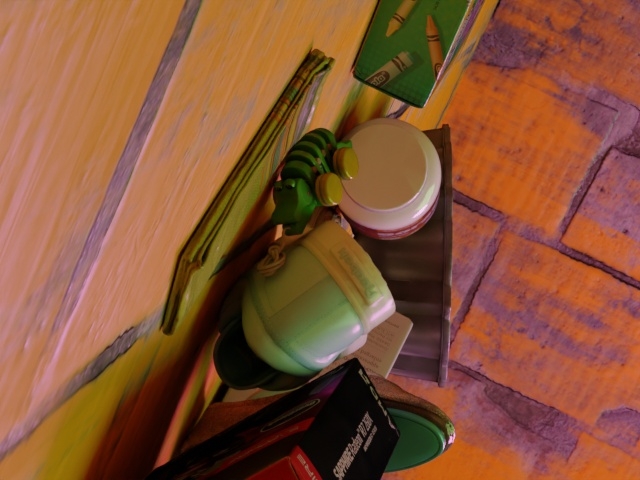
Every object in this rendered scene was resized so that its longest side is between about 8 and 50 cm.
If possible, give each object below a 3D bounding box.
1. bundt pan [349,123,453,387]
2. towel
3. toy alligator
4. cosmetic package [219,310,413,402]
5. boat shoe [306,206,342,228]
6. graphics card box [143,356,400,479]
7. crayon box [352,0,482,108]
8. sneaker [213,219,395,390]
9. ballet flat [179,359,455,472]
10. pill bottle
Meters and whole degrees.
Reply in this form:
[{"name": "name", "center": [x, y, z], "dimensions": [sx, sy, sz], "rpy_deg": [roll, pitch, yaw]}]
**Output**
[{"name": "bundt pan", "center": [0.097, 0.019, 2.031], "dimensions": [0.331, 0.124, 0.331], "rpy_deg": [0, 90, -89]}, {"name": "towel", "center": [-0.052, -0.037, 1.231], "dimensions": [0.237, 0.021, 0.102], "rpy_deg": [-60, 173, -38]}, {"name": "toy alligator", "center": [-0.018, -0.046, 1.399], "dimensions": [0.051, 0.056, 0.189], "rpy_deg": [63, 37, -27]}, {"name": "cosmetic package", "center": [-0.058, 0.246, 1.824], "dimensions": [0.385, 0.156, 0.217], "rpy_deg": [-63, 177, -25]}, {"name": "boat shoe", "center": [0.001, -0.002, 1.794], "dimensions": [0.056, 0.048, 0.153], "rpy_deg": [-65, 175, 15]}, {"name": "graphics card box", "center": [-0.069, 0.219, 1.339], "dimensions": [0.233, 0.094, 0.371], "rpy_deg": [-31, -179, 12]}, {"name": "crayon box", "center": [0.131, -0.282, 1.548], "dimensions": [0.165, 0.081, 0.278], "rpy_deg": [-57, 171, -54]}, {"name": "sneaker", "center": [-0.042, 0.072, 1.503], "dimensions": [0.150, 0.135, 0.366], "rpy_deg": [-32, 173, -11]}, {"name": "ballet flat", "center": [-0.003, 0.172, 1.605], "dimensions": [0.107, 0.316, 0.106], "rpy_deg": [59, 35, -29]}, {"name": "pill bottle", "center": [0.071, -0.067, 1.778], "dimensions": [0.121, 0.121, 0.216], "rpy_deg": [-64, 175, -2]}]
